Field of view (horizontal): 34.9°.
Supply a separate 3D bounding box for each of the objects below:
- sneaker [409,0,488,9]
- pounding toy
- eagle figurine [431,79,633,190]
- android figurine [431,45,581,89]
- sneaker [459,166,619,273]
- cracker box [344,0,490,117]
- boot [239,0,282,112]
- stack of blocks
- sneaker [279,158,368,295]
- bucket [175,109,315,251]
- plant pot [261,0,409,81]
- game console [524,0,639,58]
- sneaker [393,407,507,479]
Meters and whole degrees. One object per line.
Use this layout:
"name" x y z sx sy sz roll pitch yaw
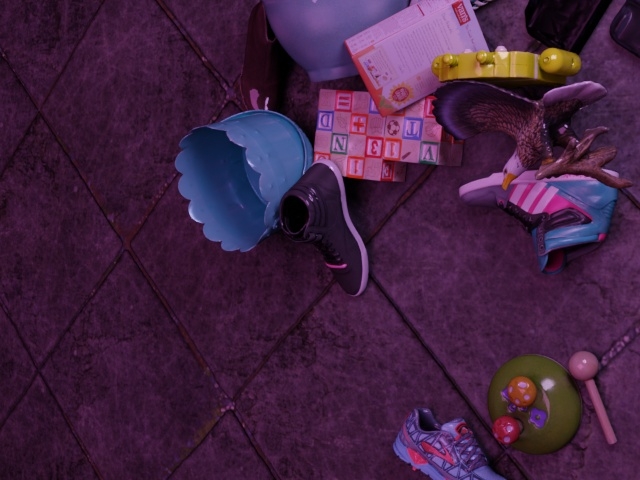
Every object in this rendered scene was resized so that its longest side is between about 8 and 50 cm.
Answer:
"sneaker" 0.277 -0.474 1.870 0.302 0.108 0.121 -53 57 25
"pounding toy" 0.382 0.295 1.809 0.236 0.110 0.183 -15 82 38
"eagle figurine" 0.343 -0.190 1.685 0.225 0.226 0.298 -36 41 6
"android figurine" 0.309 -0.294 1.746 0.248 0.272 0.056 4 93 39
"sneaker" 0.379 -0.030 1.801 0.295 0.123 0.179 -2 81 37
"cracker box" 0.180 -0.346 1.861 0.232 0.156 0.067 -26 42 7
"boot" -0.120 -0.385 2.129 0.090 0.207 0.249 1 85 -7
"stack of blocks" 0.132 -0.202 2.003 0.297 0.087 0.171 9 97 37
"sneaker" 0.000 0.000 2.031 0.104 0.147 0.296 2 117 42
"bucket" -0.146 -0.132 2.119 0.281 0.183 0.281 23 126 37
"plant pot" 0.044 -0.416 1.963 0.293 0.293 0.196 -3 106 38
"game console" 0.517 -0.372 1.728 0.361 0.044 0.213 43 117 30
"sneaker" 0.252 0.400 1.919 0.261 0.104 0.125 25 104 35
